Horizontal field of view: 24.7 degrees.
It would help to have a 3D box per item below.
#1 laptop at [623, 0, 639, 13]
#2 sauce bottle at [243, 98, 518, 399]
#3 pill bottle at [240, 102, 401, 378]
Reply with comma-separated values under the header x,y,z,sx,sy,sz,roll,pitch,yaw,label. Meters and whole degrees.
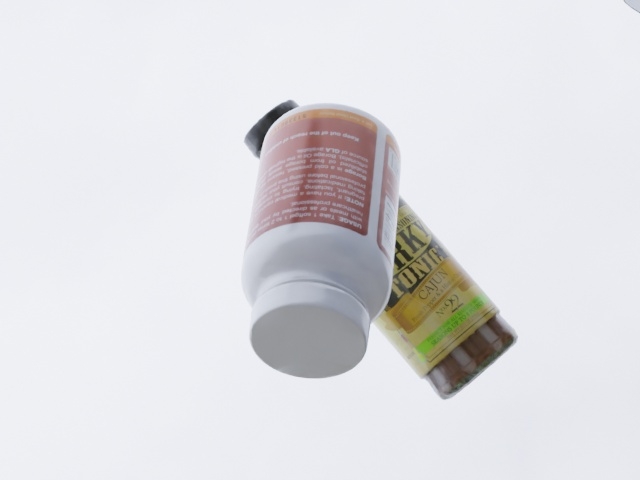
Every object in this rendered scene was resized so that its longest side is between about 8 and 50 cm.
x,y,z,sx,sy,sz,roll,pitch,yaw,label
0.193,-0.187,0.808,0.236,0.408,0.382,-24,-51,-15,laptop
0.053,0.005,1.501,0.111,0.344,0.111,-41,-8,-7,sauce bottle
0.000,0.000,1.182,0.121,0.216,0.121,4,-43,4,pill bottle
